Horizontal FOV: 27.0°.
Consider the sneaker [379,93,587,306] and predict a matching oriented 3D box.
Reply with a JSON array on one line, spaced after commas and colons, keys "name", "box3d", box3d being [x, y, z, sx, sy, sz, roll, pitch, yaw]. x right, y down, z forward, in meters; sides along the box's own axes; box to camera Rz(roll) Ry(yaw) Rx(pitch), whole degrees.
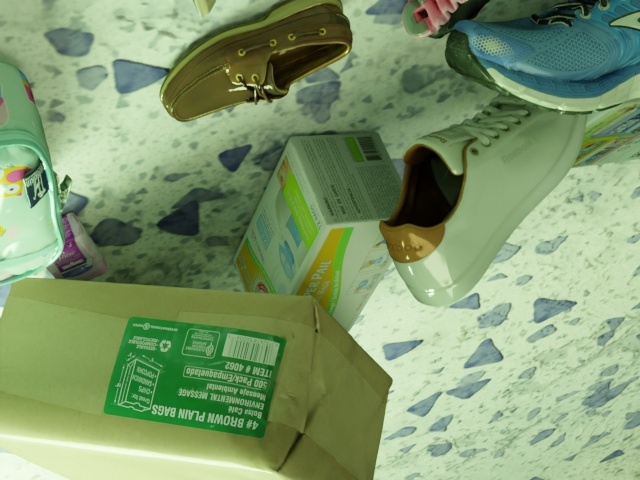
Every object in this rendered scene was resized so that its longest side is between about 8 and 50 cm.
[{"name": "sneaker", "box3d": [0.156, -0.083, 1.247, 0.290, 0.106, 0.123, -56, 130, -24]}]

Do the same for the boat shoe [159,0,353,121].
[{"name": "boat shoe", "box3d": [-0.054, -0.148, 1.131, 0.178, 0.060, 0.064, -28, 149, 6]}]

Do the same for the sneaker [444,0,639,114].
[{"name": "sneaker", "box3d": [0.259, -0.203, 1.211, 0.330, 0.130, 0.147, -10, 115, -26]}]

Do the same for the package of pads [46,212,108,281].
[{"name": "package of pads", "box3d": [-0.241, 0.011, 1.277, 0.050, 0.032, 0.083, -24, 149, -2]}]

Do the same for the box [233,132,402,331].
[{"name": "box", "box3d": [0.000, 0.000, 1.344, 0.103, 0.114, 0.203, -5, 146, -28]}]

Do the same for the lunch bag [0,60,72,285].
[{"name": "lunch bag", "box3d": [-0.342, -0.025, 1.078, 0.279, 0.108, 0.224, -16, 148, -14]}]

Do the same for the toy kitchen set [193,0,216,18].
[{"name": "toy kitchen set", "box3d": [-0.071, -0.216, 1.008, 0.075, 0.068, 0.083, -21, 149, -4]}]

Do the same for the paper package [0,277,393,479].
[{"name": "paper package", "box3d": [-0.125, 0.164, 1.311, 0.325, 0.168, 0.309, 4, 161, 21]}]

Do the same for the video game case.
[{"name": "video game case", "box3d": [0.323, -0.121, 1.398, 0.193, 0.023, 0.212, -9, 167, -25]}]

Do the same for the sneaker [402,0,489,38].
[{"name": "sneaker", "box3d": [0.131, -0.216, 1.176, 0.119, 0.047, 0.057, -31, 156, 25]}]
